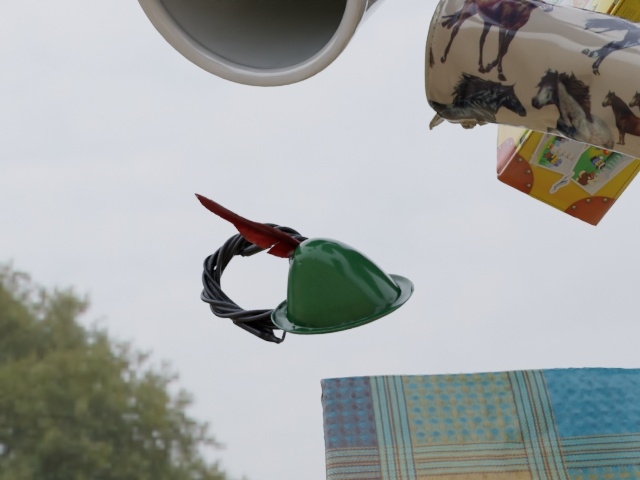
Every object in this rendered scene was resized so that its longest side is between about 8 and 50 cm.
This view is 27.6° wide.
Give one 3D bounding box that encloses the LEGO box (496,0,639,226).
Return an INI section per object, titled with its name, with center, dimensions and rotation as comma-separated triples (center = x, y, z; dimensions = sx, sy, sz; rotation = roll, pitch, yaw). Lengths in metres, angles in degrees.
[LEGO box]
center = 0.478, -0.338, 2.026
dimensions = 0.193, 0.372, 0.500
rotation = 24, -53, -10

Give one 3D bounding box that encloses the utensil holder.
[utensil holder]
center = -0.018, -0.425, 1.692
dimensions = 0.327, 0.385, 0.327
rotation = 15, -52, 21

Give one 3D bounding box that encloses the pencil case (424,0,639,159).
[pencil case]
center = 0.331, -0.182, 1.569
dimensions = 0.410, 0.160, 0.183
rotation = 17, -51, 20

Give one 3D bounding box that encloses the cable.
[cable]
center = -0.082, 0.045, 1.735
dimensions = 0.184, 0.150, 0.047
rotation = 27, -2, 34

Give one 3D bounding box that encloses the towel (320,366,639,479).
[towel]
center = 0.189, 0.242, 1.308
dimensions = 0.370, 0.271, 0.040
rotation = -2, -43, -1

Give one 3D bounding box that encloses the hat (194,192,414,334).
[hat]
center = 0.000, 0.000, 1.568
dimensions = 0.208, 0.183, 0.173
rotation = -26, 21, -38
